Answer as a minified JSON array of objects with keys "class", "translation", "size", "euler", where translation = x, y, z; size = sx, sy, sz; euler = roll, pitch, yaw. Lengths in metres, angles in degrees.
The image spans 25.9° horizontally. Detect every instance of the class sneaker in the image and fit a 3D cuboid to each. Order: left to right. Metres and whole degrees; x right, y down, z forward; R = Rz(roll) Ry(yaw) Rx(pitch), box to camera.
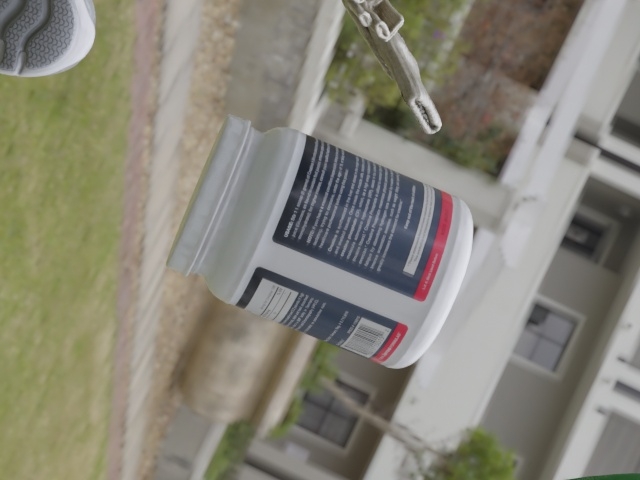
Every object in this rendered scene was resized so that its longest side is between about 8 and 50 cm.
[{"class":"sneaker","translation":[-0.238,-0.195,0.953],"size":[0.115,0.281,0.105],"euler":[9,113,-58]}]

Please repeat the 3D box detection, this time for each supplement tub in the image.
[{"class":"supplement tub","translation":[0.000,0.000,1.416],"size":[0.191,0.272,0.191],"euler":[-157,-90,-83]}]

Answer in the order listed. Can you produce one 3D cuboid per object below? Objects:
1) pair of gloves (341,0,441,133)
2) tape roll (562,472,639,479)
[{"class":"pair of gloves","translation":[0.036,-0.225,1.245],"size":[0.042,0.204,0.240],"euler":[-32,142,5]},{"class":"tape roll","translation":[0.234,0.291,1.032],"size":[0.321,0.321,0.077],"euler":[113,-12,-48]}]
